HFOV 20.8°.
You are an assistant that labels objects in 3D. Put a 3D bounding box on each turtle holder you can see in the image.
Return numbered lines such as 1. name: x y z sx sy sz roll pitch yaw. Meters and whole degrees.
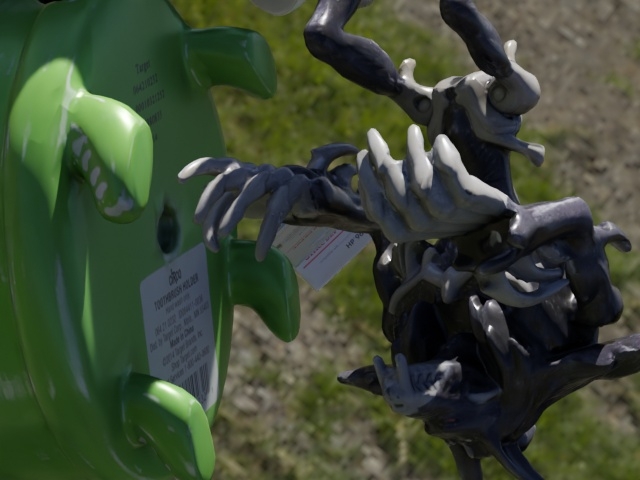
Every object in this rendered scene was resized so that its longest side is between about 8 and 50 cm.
1. turtle holder: -0.159 -0.025 0.860 0.227 0.320 0.243 -2 43 18

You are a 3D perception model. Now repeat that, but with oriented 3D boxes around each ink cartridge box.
1. ink cartridge box: 0.000 0.000 1.023 0.028 0.048 0.083 46 -2 -19

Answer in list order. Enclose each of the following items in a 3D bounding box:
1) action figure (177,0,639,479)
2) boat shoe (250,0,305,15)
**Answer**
1. action figure: 0.032 -0.023 0.645 0.141 0.164 0.275 -6 86 -42
2. boat shoe: 0.031 -0.239 1.089 0.105 0.306 0.113 -35 82 -25
